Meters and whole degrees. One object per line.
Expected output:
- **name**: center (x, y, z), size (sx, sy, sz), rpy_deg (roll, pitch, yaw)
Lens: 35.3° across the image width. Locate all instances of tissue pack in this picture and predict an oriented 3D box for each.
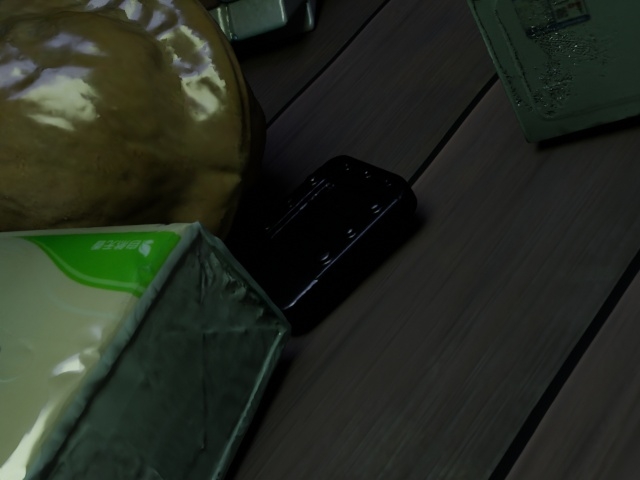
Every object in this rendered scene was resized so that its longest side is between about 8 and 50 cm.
- **tissue pack**: center (-0.281, 0.152, 0.881), size (0.405, 0.205, 0.331), rpy_deg (-4, 46, 35)

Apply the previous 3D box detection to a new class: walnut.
- **walnut**: center (-0.245, -0.113, 1.082), size (0.384, 0.383, 0.383), rpy_deg (-20, 35, 15)

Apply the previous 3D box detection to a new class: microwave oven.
- **microwave oven**: center (0.303, -0.253, 0.931), size (0.295, 0.237, 0.181), rpy_deg (-13, 37, 26)

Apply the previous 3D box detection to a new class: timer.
- **timer**: center (0.000, 0.000, 1.003), size (0.187, 0.055, 0.144), rpy_deg (-44, 34, -13)

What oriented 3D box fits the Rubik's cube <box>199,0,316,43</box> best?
- **Rubik's cube**: center (-0.183, -0.442, 1.443), size (0.358, 0.368, 0.387), rpy_deg (-13, -3, 27)
